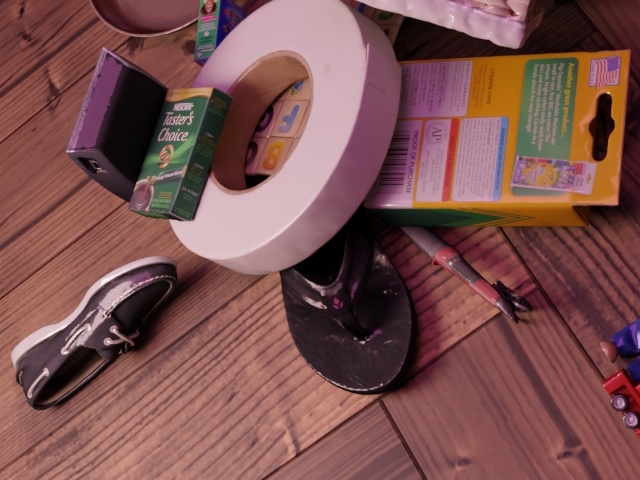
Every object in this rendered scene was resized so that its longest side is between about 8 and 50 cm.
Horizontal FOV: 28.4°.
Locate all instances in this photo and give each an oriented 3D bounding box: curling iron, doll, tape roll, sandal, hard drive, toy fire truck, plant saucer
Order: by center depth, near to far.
[{"bbox_3d":[0.394,0.162,1.414,0.135,0.047,0.192,-36,81,13],"label":"toy fire truck"},{"bbox_3d":[0.425,0.107,1.454,0.189,0.046,0.129,-31,72,16],"label":"doll"},{"bbox_3d":[0.166,0.027,1.613,0.274,0.068,0.035,38,93,37],"label":"curling iron"},{"bbox_3d":[-0.002,0.000,1.673,0.168,0.107,0.445,-26,61,16],"label":"sandal"},{"bbox_3d":[-0.058,-0.145,1.674,0.392,0.072,0.392,-25,52,37],"label":"tape roll"},{"bbox_3d":[-0.256,-0.147,1.773,0.054,0.255,0.172,13,78,21],"label":"hard drive"},{"bbox_3d":[-0.229,-0.452,1.988,0.311,0.050,0.310,-10,67,24],"label":"plant saucer"}]

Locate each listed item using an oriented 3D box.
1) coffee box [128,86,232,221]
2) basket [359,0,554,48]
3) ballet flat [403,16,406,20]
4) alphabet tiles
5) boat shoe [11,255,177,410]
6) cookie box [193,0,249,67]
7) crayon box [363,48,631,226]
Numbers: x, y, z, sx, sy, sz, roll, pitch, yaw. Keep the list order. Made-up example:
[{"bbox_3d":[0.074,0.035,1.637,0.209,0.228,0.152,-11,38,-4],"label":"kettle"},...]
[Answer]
[{"bbox_3d":[-0.192,-0.119,1.720,0.113,0.040,0.184,7,76,50],"label":"coffee box"},{"bbox_3d":[0.153,-0.430,1.536,0.328,0.331,0.266,21,114,9],"label":"basket"},{"bbox_3d":[0.098,-0.340,1.782,0.188,0.070,0.070,-40,59,7],"label":"ballet flat"},{"bbox_3d":[-0.010,-0.243,1.758,0.285,0.011,0.342,8,72,49],"label":"alphabet tiles"},{"bbox_3d":[-0.308,0.133,1.785,0.302,0.114,0.091,-38,58,23],"label":"boat shoe"},{"bbox_3d":[-0.142,-0.296,1.862,0.040,0.092,0.107,-7,69,28],"label":"cookie box"},{"bbox_3d":[0.227,-0.123,1.577,0.323,0.083,0.203,1,73,27],"label":"crayon box"}]
